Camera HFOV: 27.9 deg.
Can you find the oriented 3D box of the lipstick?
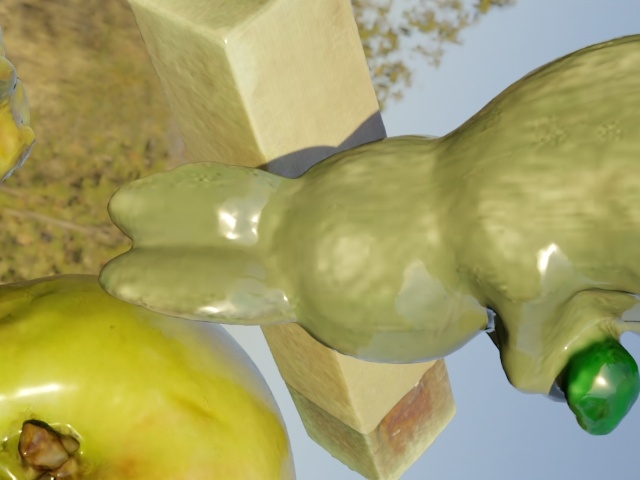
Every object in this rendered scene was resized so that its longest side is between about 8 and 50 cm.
[{"bbox_3d":[0.000,0.000,0.707,0.080,0.076,0.371,-43,142,-22],"label":"lipstick"}]

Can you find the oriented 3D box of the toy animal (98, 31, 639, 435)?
[{"bbox_3d":[0.054,-0.004,0.444,0.108,0.236,0.138,42,51,-61],"label":"toy animal"}]

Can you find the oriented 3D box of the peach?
[{"bbox_3d":[-0.162,0.161,0.835,0.315,0.314,0.281,61,51,-70],"label":"peach"}]

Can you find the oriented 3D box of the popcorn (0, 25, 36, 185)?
[{"bbox_3d":[-0.359,-0.089,0.999,0.293,0.237,0.293,-59,165,-27],"label":"popcorn"}]
